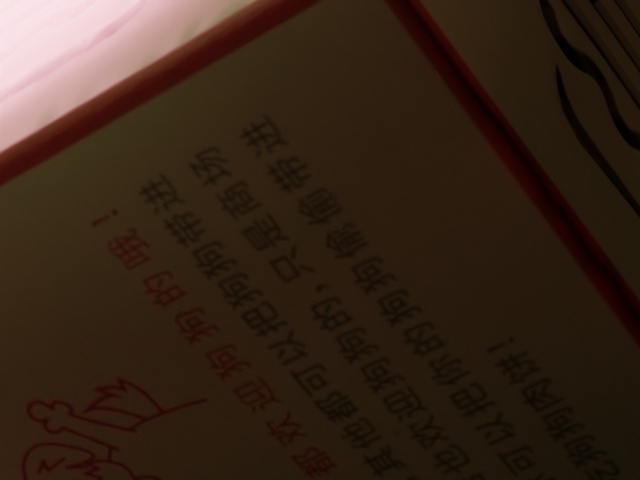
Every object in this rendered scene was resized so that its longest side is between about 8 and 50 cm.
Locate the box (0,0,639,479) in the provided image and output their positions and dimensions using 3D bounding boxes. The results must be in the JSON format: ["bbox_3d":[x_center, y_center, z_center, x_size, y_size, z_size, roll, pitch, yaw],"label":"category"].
[{"bbox_3d":[0.000,0.000,0.719,0.312,0.314,0.300,-27,26,25],"label":"box"}]
